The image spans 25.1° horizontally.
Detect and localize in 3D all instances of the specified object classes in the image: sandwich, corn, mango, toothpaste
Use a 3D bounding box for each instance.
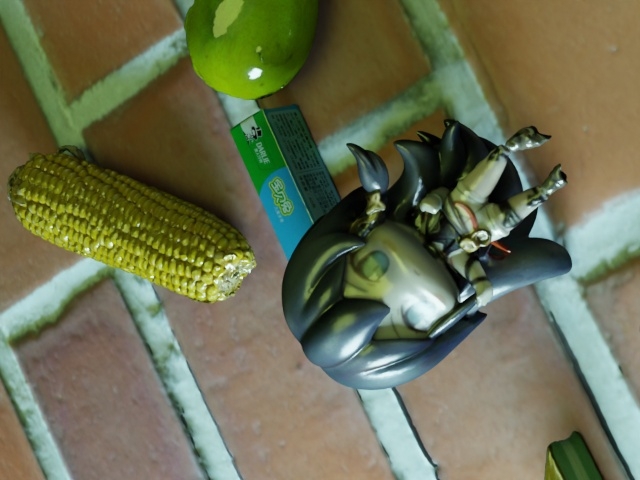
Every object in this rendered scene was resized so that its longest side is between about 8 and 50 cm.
[{"bbox_3d":[0.242,0.234,1.260,0.074,0.074,0.116,8,102,33],"label":"sandwich"},{"bbox_3d":[-0.193,-0.013,1.478,0.293,0.106,0.106,23,110,23],"label":"corn"},{"bbox_3d":[-0.057,-0.216,1.339,0.100,0.119,0.178,32,117,44],"label":"mango"},{"bbox_3d":[0.000,0.000,1.376,0.050,0.065,0.266,-28,84,36],"label":"toothpaste"}]

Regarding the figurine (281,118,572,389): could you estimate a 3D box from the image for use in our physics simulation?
[{"bbox_3d":[0.089,0.011,1.240,0.265,0.197,0.175,-31,72,-1],"label":"figurine"}]
